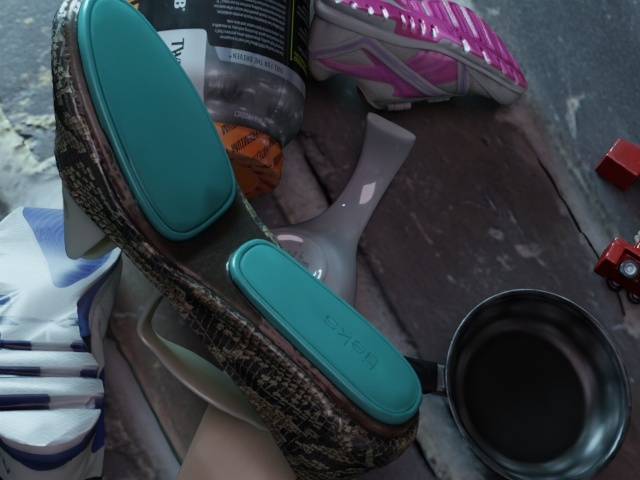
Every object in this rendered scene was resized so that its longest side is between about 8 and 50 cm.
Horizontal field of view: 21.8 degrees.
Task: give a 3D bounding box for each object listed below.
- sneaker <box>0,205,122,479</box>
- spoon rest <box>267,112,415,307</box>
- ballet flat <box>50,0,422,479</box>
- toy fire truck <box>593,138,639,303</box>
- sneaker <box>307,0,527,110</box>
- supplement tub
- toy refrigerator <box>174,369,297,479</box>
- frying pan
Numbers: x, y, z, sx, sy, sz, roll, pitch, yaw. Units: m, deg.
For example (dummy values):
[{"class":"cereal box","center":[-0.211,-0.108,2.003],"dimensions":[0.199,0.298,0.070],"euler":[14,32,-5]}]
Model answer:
[{"class":"sneaker","center":[-0.255,0.124,1.522],"dimensions":[0.127,0.182,0.316],"euler":[6,42,-7]},{"class":"spoon rest","center":[0.000,0.000,1.598],"dimensions":[0.137,0.084,0.276],"euler":[29,59,13]},{"class":"ballet flat","center":[-0.113,0.020,1.441],"dimensions":[0.483,0.182,0.164],"euler":[52,34,-2]},{"class":"toy fire truck","center":[0.347,0.000,1.680],"dimensions":[0.192,0.047,0.135],"euler":[33,69,3]},{"class":"sneaker","center":[0.090,-0.185,1.688],"dimensions":[0.252,0.111,0.103],"euler":[19,33,-19]},{"class":"supplement tub","center":[-0.106,-0.208,1.613],"dimensions":[0.193,0.193,0.316],"euler":[4,71,-6]},{"class":"toy refrigerator","center":[-0.082,0.237,1.523],"dimensions":[0.102,0.094,0.270],"euler":[21,68,4]},{"class":"frying pan","center":[0.149,0.159,1.571],"dimensions":[0.326,0.053,0.197],"euler":[-14,76,-24]}]
